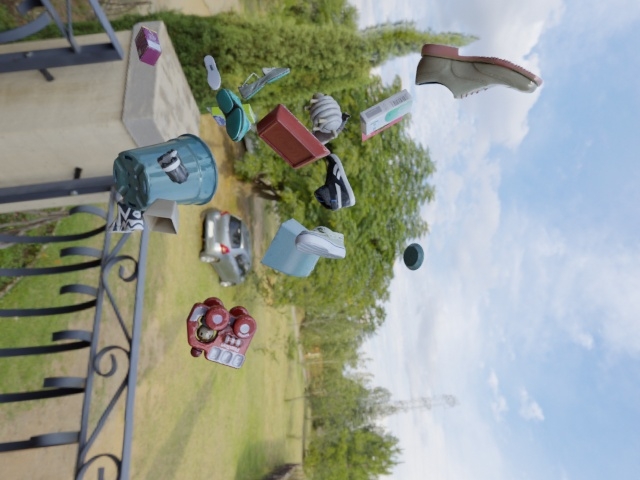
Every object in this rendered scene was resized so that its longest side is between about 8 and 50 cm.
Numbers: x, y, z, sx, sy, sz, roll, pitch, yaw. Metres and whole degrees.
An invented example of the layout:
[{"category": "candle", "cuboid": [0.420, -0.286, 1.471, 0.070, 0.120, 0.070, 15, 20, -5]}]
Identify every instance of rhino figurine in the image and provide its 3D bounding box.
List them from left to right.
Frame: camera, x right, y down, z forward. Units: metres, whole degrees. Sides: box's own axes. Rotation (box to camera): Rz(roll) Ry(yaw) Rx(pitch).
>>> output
[{"category": "rhino figurine", "cuboid": [0.038, -0.456, 1.723, 0.073, 0.243, 0.106, 32, 56, -33]}]

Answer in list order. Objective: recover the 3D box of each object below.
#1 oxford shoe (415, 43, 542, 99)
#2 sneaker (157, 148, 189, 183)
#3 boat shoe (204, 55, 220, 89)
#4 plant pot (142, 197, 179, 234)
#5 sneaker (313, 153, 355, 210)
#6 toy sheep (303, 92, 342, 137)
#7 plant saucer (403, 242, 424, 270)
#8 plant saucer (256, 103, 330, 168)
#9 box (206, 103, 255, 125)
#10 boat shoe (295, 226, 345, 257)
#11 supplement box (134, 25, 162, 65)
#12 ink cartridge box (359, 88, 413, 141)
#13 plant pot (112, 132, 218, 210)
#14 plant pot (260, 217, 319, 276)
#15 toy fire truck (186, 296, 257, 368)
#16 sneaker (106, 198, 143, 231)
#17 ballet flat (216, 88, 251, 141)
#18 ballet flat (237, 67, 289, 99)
[{"category": "oxford shoe", "cuboid": [0.506, -0.526, 1.371, 0.140, 0.396, 0.147, -20, 129, -64]}, {"category": "sneaker", "cuboid": [-0.521, -0.257, 1.491, 0.106, 0.078, 0.234, 62, -9, -31]}, {"category": "boat shoe", "cuboid": [-0.411, -0.635, 1.596, 0.040, 0.049, 0.142, 114, -38, -76]}, {"category": "plant pot", "cuboid": [-0.593, -0.098, 1.590, 0.109, 0.109, 0.096, 99, 0, -56]}, {"category": "sneaker", "cuboid": [0.025, -0.198, 1.412, 0.079, 0.121, 0.217, 87, -16, -60]}, {"category": "toy sheep", "cuboid": [0.012, -0.320, 1.071, 0.091, 0.091, 0.132, 88, -17, -81]}, {"category": "plant saucer", "cuboid": [0.390, 0.068, 1.778, 0.119, 0.021, 0.120, -18, -112, 54]}, {"category": "plant saucer", "cuboid": [-0.123, -0.382, 1.621, 0.048, 0.259, 0.258, -57, -159, -20]}, {"category": "box", "cuboid": [-0.371, -0.521, 1.738, 0.109, 0.178, 0.043, 73, 13, -83]}, {"category": "boat shoe", "cuboid": [0.000, 0.000, 1.450, 0.302, 0.109, 0.094, 23, 64, -64]}, {"category": "supplement box", "cuboid": [-0.471, -0.531, 1.141, 0.043, 0.055, 0.083, 5, 57, -48]}, {"category": "ink cartridge box", "cuboid": [0.234, -0.428, 1.500, 0.056, 0.181, 0.225, 62, 1, 15]}, {"category": "plant pot", "cuboid": [-0.697, -0.290, 1.854, 0.334, 0.341, 0.341, -25, 114, -51]}, {"category": "plant pot", "cuboid": [-0.130, 0.060, 2.258, 0.248, 0.252, 0.247, -59, 177, 13]}, {"category": "toy fire truck", "cuboid": [-0.427, 0.397, 1.773, 0.254, 0.302, 0.169, -66, -155, -2]}, {"category": "sneaker", "cuboid": [-0.894, -0.116, 1.905, 0.094, 0.234, 0.153, 1, 85, -48]}, {"category": "ballet flat", "cuboid": [-0.268, -0.400, 1.355, 0.087, 0.083, 0.247, 20, 36, -48]}, {"category": "ballet flat", "cuboid": [-0.220, -0.615, 1.587, 0.068, 0.213, 0.072, 58, 12, -17]}]
